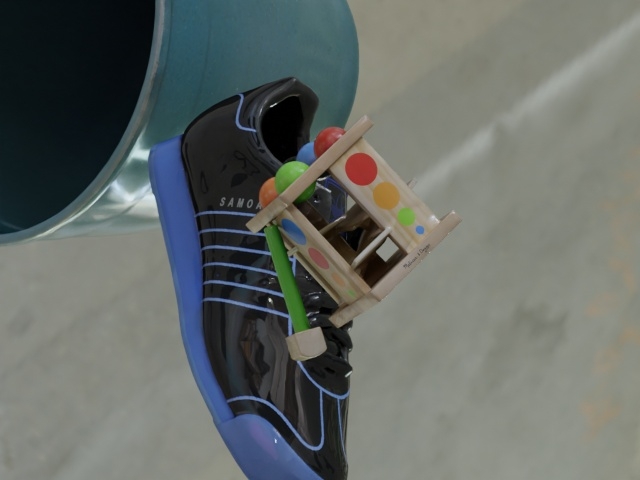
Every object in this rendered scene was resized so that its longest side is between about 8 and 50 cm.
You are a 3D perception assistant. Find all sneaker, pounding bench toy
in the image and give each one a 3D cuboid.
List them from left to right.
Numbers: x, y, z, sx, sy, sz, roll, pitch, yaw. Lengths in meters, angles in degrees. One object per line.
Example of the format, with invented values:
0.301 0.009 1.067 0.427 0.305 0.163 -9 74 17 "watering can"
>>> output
-0.017 0.021 0.977 0.090 0.232 0.081 -31 148 20 "sneaker"
0.000 0.000 0.798 0.083 0.065 0.052 -44 -177 -23 "pounding bench toy"

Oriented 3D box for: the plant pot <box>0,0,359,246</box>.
-0.120 -0.124 1.320 0.255 0.272 0.271 5 114 -52 "plant pot"
